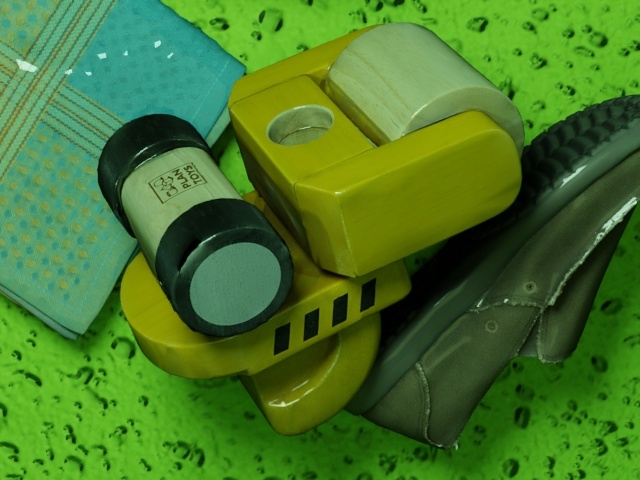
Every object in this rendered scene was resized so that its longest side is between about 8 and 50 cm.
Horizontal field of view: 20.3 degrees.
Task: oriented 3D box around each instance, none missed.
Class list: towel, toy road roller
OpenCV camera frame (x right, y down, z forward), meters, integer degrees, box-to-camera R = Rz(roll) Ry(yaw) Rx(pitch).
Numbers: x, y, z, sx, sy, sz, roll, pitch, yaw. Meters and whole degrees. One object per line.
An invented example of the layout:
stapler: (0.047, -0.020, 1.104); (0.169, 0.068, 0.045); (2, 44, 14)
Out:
towel: (-0.273, -0.130, 1.446); (0.370, 0.040, 0.271); (35, 93, -7)
toy road roller: (0.000, 0.000, 1.410); (0.330, 0.202, 0.240); (-26, 128, -10)

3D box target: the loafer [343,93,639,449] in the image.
loafer: (0.171, 0.030, 1.473); (0.130, 0.134, 0.366); (42, 103, -14)
